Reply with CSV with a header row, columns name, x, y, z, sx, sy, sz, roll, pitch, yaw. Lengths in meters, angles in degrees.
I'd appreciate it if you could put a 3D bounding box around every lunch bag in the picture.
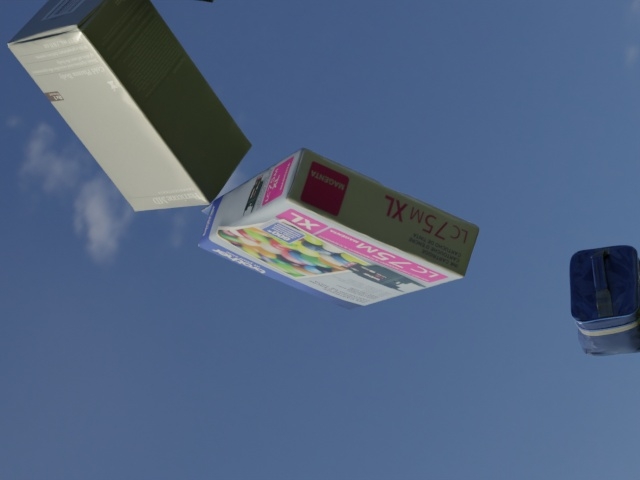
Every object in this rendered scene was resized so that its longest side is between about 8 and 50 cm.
name,x,y,z,sx,sy,sz,roll,pitch,yaw
lunch bag,0.263,0.049,1.290,0.065,0.067,0.098,64,-157,-45

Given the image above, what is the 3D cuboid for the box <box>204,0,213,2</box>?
name,x,y,z,sx,sy,sz,roll,pitch,yaw
box,-0.114,-0.373,1.401,0.051,0.175,0.220,6,-55,-11

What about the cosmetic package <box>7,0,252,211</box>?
name,x,y,z,sx,sy,sz,roll,pitch,yaw
cosmetic package,-0.193,-0.147,1.464,0.238,0.127,0.107,56,-130,-27

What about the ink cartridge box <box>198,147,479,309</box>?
name,x,y,z,sx,sy,sz,roll,pitch,yaw
ink cartridge box,0.000,0.000,1.384,0.185,0.311,0.065,24,-105,-17
